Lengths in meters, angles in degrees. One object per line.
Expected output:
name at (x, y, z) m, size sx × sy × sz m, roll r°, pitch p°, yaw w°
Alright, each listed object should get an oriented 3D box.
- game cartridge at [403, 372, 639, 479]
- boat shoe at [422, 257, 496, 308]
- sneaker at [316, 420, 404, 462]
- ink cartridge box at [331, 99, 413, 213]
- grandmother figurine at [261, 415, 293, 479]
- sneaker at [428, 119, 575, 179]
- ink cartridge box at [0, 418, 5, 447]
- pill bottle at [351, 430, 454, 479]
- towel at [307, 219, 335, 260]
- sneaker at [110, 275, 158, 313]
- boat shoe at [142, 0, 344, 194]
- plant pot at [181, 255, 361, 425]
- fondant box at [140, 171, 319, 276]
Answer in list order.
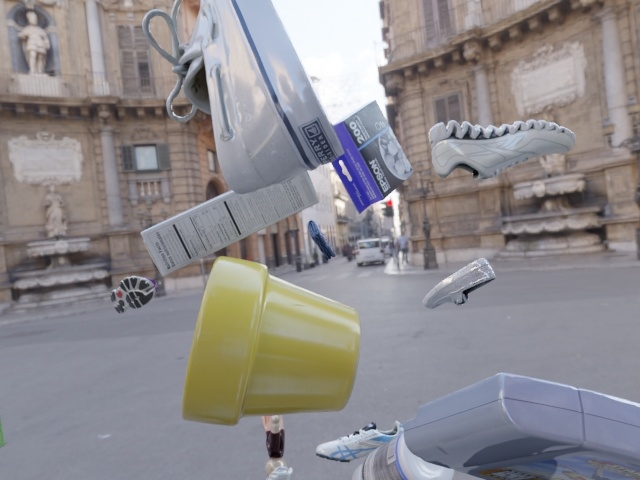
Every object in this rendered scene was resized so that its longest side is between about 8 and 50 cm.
game cartridge at (0.258, 0.212, 0.459) m, size 0.296 × 0.062 × 0.198 m, roll 20°, pitch -31°, yaw -10°
boat shoe at (0.322, 0.116, 1.088) m, size 0.184 × 0.063 × 0.066 m, roll -37°, pitch -30°, yaw 19°
sneaker at (0.103, 0.511, 1.193) m, size 0.236 × 0.086 × 0.085 m, roll -4°, pitch -14°, yaw -9°
ink cartridge box at (0.111, -0.199, 1.092) m, size 0.045 × 0.206 × 0.208 m, roll -14°, pitch 21°, yaw 49°
grandmother figurine at (-0.154, 0.631, 1.543) m, size 0.103 × 0.343 × 0.208 m, roll -11°, pitch -31°, yaw 3°
sneaker at (0.378, -0.185, 0.988) m, size 0.291 × 0.119 × 0.110 m, roll 0°, pitch -9°, yaw 10°
ink cartridge box at (-0.698, 0.214, 0.873) m, size 0.119 × 0.354 × 0.207 m, roll -9°, pitch -1°, yaw -44°
pill bottle at (0.100, 0.299, 0.600) m, size 0.078 × 0.078 × 0.137 m, roll -7°, pitch -35°, yaw -37°
towel at (0.000, 0.000, 1.254) m, size 0.029 × 0.067 × 0.119 m, roll -29°, pitch -40°, yaw 6°
sneaker at (-0.387, 0.104, 0.993) m, size 0.169 × 0.068 × 0.071 m, roll -19°, pitch 8°, yaw 45°
boat shoe at (-0.105, -0.188, 0.500) m, size 0.156 × 0.367 × 0.136 m, roll -27°, pitch -31°, yaw 8°
plant pot at (-0.071, 0.170, 0.744) m, size 0.238 × 0.254 × 0.254 m, roll 12°, pitch -2°, yaw -7°
fondant box at (-0.191, -0.053, 0.984) m, size 0.330 × 0.096 × 0.238 m, roll -25°, pitch 10°, yaw -12°
